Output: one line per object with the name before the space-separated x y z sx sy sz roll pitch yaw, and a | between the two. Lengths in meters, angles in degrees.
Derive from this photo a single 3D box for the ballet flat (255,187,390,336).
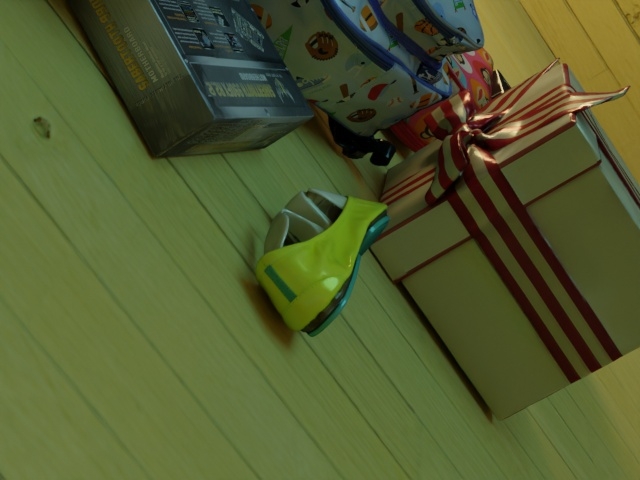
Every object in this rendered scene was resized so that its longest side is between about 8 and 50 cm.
ballet flat | 0.000 0.000 1.085 0.077 0.077 0.231 41 21 -3

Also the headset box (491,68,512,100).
headset box | 0.255 -0.045 1.786 0.218 0.110 0.293 48 20 -31

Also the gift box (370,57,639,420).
gift box | 0.215 -0.029 1.396 0.258 0.276 0.255 53 13 -14

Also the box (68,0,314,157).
box | -0.103 -0.157 1.074 0.183 0.056 0.231 61 18 3

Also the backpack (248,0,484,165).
backpack | 0.014 -0.240 1.315 0.263 0.213 0.277 10 54 -54

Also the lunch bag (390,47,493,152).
lunch bag | 0.094 -0.256 1.674 0.258 0.120 0.293 54 18 -13
